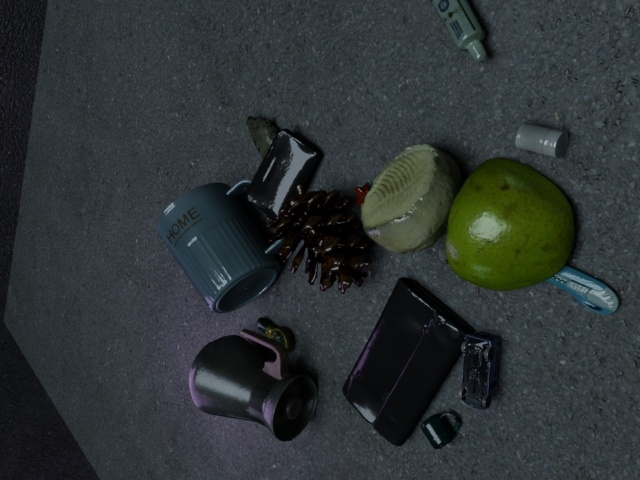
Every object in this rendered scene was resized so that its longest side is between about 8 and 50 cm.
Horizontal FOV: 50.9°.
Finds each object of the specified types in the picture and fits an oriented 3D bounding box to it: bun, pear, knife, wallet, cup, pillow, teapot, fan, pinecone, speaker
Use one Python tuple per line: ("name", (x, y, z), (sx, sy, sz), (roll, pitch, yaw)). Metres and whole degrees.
("bun", (0.218, -0.083, 1.508), (0.259, 0.152, 0.259), (-38, 29, 25))
("pear", (0.388, -0.013, 1.379), (0.239, 0.139, 0.287), (21, 107, 35))
("knife", (0.500, 0.084, 1.372), (0.222, 0.031, 0.064), (31, 119, 37))
("wallet", (0.204, 0.310, 1.694), (0.228, 0.062, 0.405), (42, 126, 30))
("cup", (-0.268, 0.011, 2.002), (0.311, 0.331, 0.256), (54, 165, 19))
("pillow", (-0.138, -0.269, 1.911), (0.093, 0.051, 0.241), (-40, 72, 36))
("wallet", (-0.110, -0.175, 1.858), (0.149, 0.044, 0.250), (38, 112, 15))
("teapot", (-0.199, 0.418, 2.002), (0.344, 0.253, 0.300), (15, 110, 34))
("fan", (-0.139, 0.282, 2.045), (0.155, 0.039, 0.082), (35, 123, 36))
("pinecone", (0.000, 0.000, 1.716), (0.244, 0.244, 0.309), (-39, 83, 42))
("speaker", (0.300, 0.458, 1.649), (0.094, 0.060, 0.075), (-35, 70, 6))

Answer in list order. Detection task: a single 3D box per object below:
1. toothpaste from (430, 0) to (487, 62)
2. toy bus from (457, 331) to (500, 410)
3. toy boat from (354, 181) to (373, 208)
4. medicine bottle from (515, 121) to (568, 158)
("toothpaste", (0.260, -0.545, 1.453), (0.099, 0.061, 0.392), (-39, 69, 43))
("toy bus", (0.365, 0.295, 1.525), (0.073, 0.076, 0.167), (12, 105, 41))
("toy boat", (0.154, -0.071, 1.664), (0.173, 0.059, 0.069), (51, 131, 16))
("medicine bottle", (0.442, -0.201, 1.348), (0.089, 0.057, 0.057), (23, 115, 40))
